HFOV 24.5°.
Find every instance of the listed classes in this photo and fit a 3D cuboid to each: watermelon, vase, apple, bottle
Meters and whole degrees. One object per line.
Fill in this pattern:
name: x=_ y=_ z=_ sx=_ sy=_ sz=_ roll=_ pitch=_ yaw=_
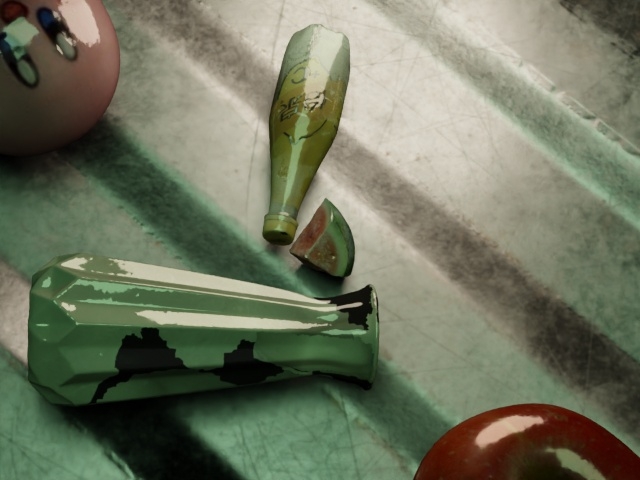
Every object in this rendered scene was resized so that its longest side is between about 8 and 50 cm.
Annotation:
watermelon: x=0.004 y=-0.001 z=1.635 sx=0.072 sy=0.084 sz=0.092 roll=-9 pitch=85 yaw=-17
vase: x=-0.123 y=0.098 z=1.552 sx=0.360 sy=0.165 sz=0.165 roll=2 pitch=64 yaw=-8
apple: x=0.212 y=0.290 z=1.440 sx=0.260 sy=0.216 sz=0.260 roll=2 pitch=63 yaw=-3
bottle: x=-0.024 y=-0.121 z=1.693 sx=0.083 sy=0.083 sz=0.270 roll=13 pitch=66 yaw=2

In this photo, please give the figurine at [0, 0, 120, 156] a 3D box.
figurine: x=-0.334 y=-0.201 z=1.654 sx=0.269 sy=0.261 sz=0.211 roll=-35 pitch=99 yaw=-19
